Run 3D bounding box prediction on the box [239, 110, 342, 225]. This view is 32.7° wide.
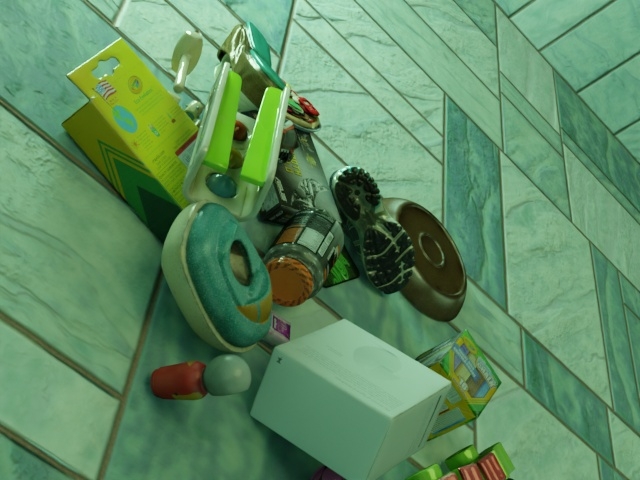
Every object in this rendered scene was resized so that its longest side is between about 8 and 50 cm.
[{"bbox_3d":[-0.066,-0.131,2.106,0.183,0.056,0.231,15,49,-48],"label":"box"}]

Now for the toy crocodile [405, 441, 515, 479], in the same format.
[{"bbox_3d":[0.260,0.443,1.975,0.341,0.105,0.115,-11,71,-50],"label":"toy crocodile"}]

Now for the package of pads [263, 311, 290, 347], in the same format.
[{"bbox_3d":[-0.088,0.146,1.844,0.083,0.032,0.050,36,39,-32],"label":"package of pads"}]

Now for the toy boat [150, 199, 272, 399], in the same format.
[{"bbox_3d":[-0.147,0.109,1.643,0.318,0.148,0.267,-77,150,-41],"label":"toy boat"}]

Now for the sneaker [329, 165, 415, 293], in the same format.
[{"bbox_3d":[0.101,-0.027,2.206,0.283,0.110,0.122,67,-10,-15],"label":"sneaker"}]

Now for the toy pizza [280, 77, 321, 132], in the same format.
[{"bbox_3d":[-0.075,-0.292,2.213,0.201,0.032,0.201,33,20,-14],"label":"toy pizza"}]

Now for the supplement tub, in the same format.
[{"bbox_3d":[-0.035,0.032,1.945,0.117,0.117,0.190,50,32,-12],"label":"supplement tub"}]

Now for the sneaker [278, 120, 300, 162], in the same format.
[{"bbox_3d":[-0.073,-0.174,2.025,0.065,0.061,0.158,57,30,-8],"label":"sneaker"}]

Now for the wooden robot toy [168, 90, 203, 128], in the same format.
[{"bbox_3d":[-0.220,-0.188,1.936,0.173,0.076,0.079,46,43,-18],"label":"wooden robot toy"}]

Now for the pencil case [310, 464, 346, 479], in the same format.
[{"bbox_3d":[0.077,0.440,1.740,0.209,0.098,0.095,42,33,-25],"label":"pencil case"}]

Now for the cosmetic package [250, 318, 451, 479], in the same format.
[{"bbox_3d":[0.050,0.255,1.746,0.224,0.138,0.225,30,20,24],"label":"cosmetic package"}]

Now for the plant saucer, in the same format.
[{"bbox_3d":[0.230,0.030,2.399,0.311,0.050,0.310,35,37,-31],"label":"plant saucer"}]

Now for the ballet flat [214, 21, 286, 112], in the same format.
[{"bbox_3d":[-0.143,-0.311,2.054,0.116,0.124,0.342,45,12,-31],"label":"ballet flat"}]

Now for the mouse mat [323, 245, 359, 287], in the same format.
[{"bbox_3d":[0.000,0.000,2.135,0.153,0.007,0.189,-15,75,-59],"label":"mouse mat"}]

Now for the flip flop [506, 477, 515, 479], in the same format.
[{"bbox_3d":[0.365,0.575,2.039,0.080,0.112,0.277,77,-6,-54],"label":"flip flop"}]

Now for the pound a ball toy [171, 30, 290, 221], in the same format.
[{"bbox_3d":[-0.176,-0.188,1.807,0.208,0.135,0.319,21,38,-12],"label":"pound a ball toy"}]

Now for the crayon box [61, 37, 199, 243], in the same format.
[{"bbox_3d":[-0.288,-0.163,1.798,0.318,0.081,0.202,51,30,-11],"label":"crayon box"}]

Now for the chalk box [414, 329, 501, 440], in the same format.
[{"bbox_3d":[0.253,0.273,2.118,0.132,0.132,0.213,57,31,0],"label":"chalk box"}]
